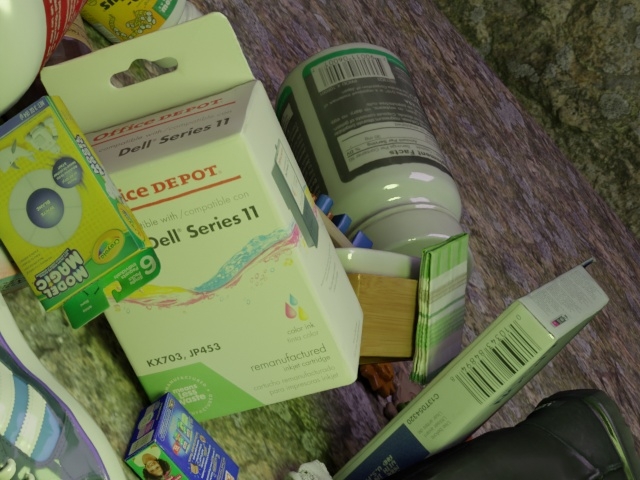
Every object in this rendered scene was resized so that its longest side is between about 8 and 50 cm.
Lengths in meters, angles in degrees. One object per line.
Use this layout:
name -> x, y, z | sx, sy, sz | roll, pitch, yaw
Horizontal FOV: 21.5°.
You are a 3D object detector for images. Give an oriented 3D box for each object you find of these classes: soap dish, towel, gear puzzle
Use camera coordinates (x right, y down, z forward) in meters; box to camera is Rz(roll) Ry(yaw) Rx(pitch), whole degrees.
soap dish -> 0.000, 0.081, 1.830 | 0.291, 0.229, 0.118 | 9, 75, -64
towel -> 0.129, 0.073, 1.834 | 0.113, 0.023, 0.152 | -22, 118, -62
gear puzzle -> 0.152, 0.246, 2.195 | 0.339, 0.044, 0.175 | 50, 19, -16

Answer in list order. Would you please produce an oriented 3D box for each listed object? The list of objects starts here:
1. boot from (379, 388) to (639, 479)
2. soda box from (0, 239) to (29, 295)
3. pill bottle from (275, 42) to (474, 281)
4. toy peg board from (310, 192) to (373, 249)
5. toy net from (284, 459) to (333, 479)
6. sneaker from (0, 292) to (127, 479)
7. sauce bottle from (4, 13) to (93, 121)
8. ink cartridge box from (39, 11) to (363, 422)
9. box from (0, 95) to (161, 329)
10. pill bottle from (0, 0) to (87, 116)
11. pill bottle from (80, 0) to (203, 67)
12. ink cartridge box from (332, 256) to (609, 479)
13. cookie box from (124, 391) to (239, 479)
boot -> 0.217, 0.372, 1.734 | 0.445, 0.146, 0.367 | -17, 79, -53
soda box -> -0.288, 0.014, 1.471 | 0.063, 0.058, 0.183 | 57, 18, 3
pill bottle -> 0.074, -0.082, 2.306 | 0.204, 0.204, 0.361 | 36, 28, -46
toy peg board -> 0.000, 0.000, 2.025 | 0.161, 0.160, 0.079 | 46, 56, -25
toy net -> -0.028, 0.287, 1.689 | 0.122, 0.045, 0.232 | 48, 18, -17
sneaker -> -0.282, 0.149, 1.186 | 0.323, 0.130, 0.236 | 60, 28, -1
sauce bottle -> -0.288, -0.183, 1.726 | 0.111, 0.111, 0.344 | 31, 32, -51
ink cartridge box -> -0.117, -0.012, 1.564 | 0.119, 0.207, 0.353 | -78, 148, -58
box -> -0.222, -0.021, 1.432 | 0.179, 0.105, 0.043 | 57, 12, 1
pill bottle -> -0.327, -0.237, 1.486 | 0.229, 0.229, 0.408 | 49, 29, -20
pill bottle -> -0.237, -0.301, 2.035 | 0.208, 0.117, 0.117 | 41, 24, -39
ink cartridge box -> 0.182, 0.168, 1.911 | 0.071, 0.324, 0.330 | 48, 23, 12
cookie box -> -0.127, 0.209, 1.568 | 0.107, 0.040, 0.092 | 50, 19, -17
